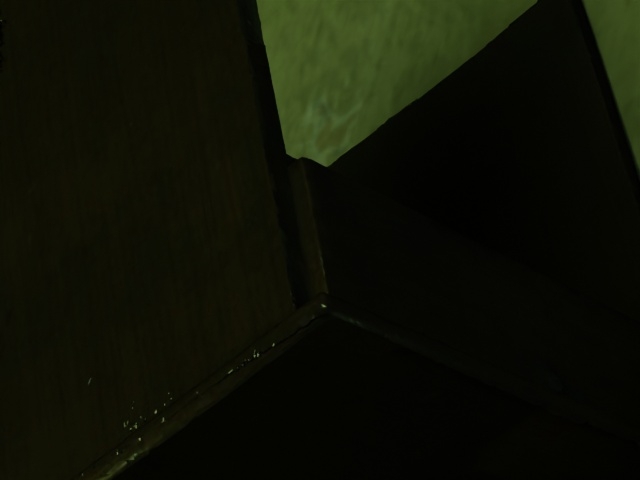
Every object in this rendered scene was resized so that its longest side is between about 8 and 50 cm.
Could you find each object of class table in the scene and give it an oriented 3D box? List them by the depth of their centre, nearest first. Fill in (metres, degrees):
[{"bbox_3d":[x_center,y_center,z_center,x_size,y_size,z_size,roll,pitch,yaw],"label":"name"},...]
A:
[{"bbox_3d":[0.000,0.000,0.802,0.196,0.250,0.282,-38,46,31],"label":"table"}]
